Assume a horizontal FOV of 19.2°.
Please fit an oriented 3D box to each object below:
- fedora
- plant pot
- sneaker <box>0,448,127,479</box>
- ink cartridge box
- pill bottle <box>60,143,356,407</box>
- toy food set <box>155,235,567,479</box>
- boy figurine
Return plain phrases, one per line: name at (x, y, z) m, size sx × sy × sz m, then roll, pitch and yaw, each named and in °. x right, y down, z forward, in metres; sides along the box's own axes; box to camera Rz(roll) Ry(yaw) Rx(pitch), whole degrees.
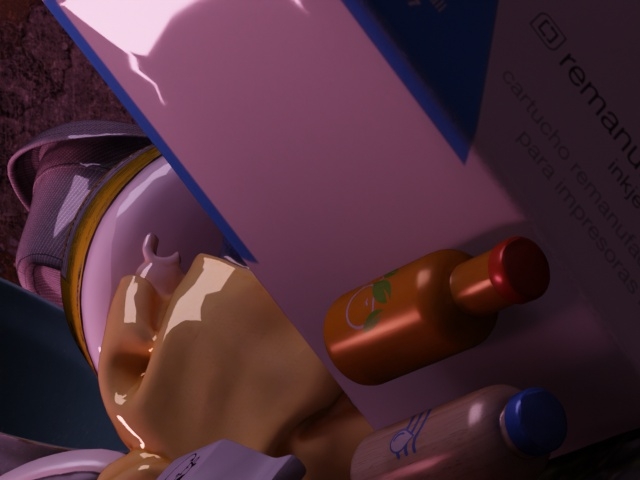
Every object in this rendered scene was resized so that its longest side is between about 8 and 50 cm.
fedora at (-0.119, 0.023, 1.434) m, size 0.243 × 0.275 × 0.124 m, roll -40°, pitch 28°, yaw 60°
plant pot at (-0.267, 0.146, 1.243) m, size 0.293 × 0.293 × 0.196 m, roll -75°, pitch 11°, yaw -77°
sneaker at (-0.201, 0.230, 1.005) m, size 0.295 × 0.104 × 0.147 m, roll -38°, pitch 13°, yaw 22°
ink cartridge box at (0.115, -0.125, 0.876) m, size 0.166 × 0.285 × 0.395 m, roll -27°, pitch 14°, yaw 49°
pill bottle at (-0.064, 0.027, 1.169) m, size 0.188 × 0.188 × 0.334 m, roll -39°, pitch 8°, yaw -7°
toy food set at (0.013, 0.104, 0.666) m, size 0.104 × 0.111 × 0.232 m, roll -29°, pitch 14°, yaw 49°
boy figurine at (-0.030, 0.072, 0.943) m, size 0.285 × 0.177 × 0.092 m, roll -63°, pitch -13°, yaw -6°
